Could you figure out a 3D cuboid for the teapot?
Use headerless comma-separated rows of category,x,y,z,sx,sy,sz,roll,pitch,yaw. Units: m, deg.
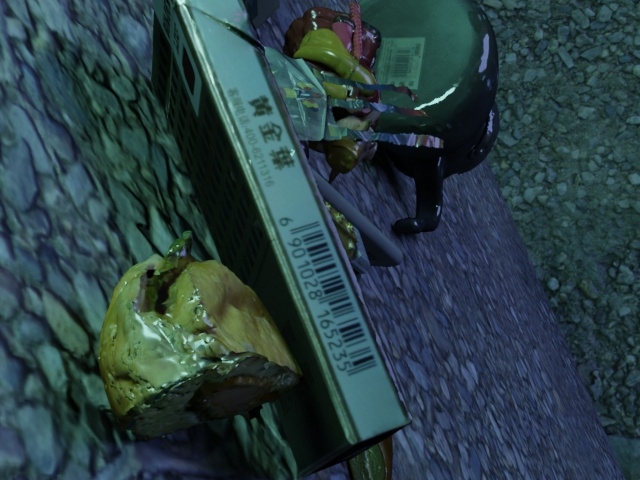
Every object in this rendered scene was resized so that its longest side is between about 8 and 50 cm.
teapot,0.162,-0.166,1.426,0.305,0.223,0.285,68,9,23

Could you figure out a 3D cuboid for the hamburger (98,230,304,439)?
hamburger,-0.077,0.051,0.555,0.102,0.087,0.176,56,5,15

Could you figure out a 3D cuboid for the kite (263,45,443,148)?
kite,0.000,-0.126,0.936,0.245,0.015,0.141,6,49,-28

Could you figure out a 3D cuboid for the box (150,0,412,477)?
box,-0.039,-0.013,0.684,0.180,0.047,0.324,118,-47,-69

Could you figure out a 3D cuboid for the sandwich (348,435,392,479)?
sandwich,0.039,0.166,0.832,0.083,0.031,0.044,-79,145,-68

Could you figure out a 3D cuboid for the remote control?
remote control,0.004,-0.029,0.960,0.261,0.067,0.029,39,61,-57

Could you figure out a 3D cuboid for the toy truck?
toy truck,0.000,0.000,0.907,0.123,0.063,0.052,39,29,-56

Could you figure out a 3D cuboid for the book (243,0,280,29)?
book,-0.081,-0.317,1.054,0.282,0.025,0.214,-72,161,-65

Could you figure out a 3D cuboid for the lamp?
lamp,0.009,-0.136,1.037,0.118,0.118,0.253,53,24,-35
